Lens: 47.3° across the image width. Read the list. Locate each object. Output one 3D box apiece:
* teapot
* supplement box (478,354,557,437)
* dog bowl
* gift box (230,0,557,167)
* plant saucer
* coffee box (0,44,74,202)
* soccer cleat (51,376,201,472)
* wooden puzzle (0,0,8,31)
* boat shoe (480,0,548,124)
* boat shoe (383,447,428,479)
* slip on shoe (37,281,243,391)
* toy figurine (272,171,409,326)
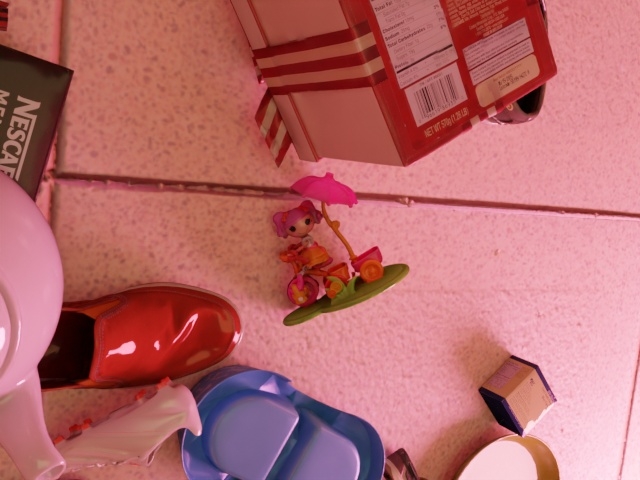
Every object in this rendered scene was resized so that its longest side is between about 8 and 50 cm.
[{"bbox_3d":[-0.316,0.046,0.552,0.256,0.187,0.253,6,104,-27],"label":"teapot"},{"bbox_3d":[0.304,0.238,1.124,0.083,0.056,0.083,-41,115,-16],"label":"supplement box"},{"bbox_3d":[-0.052,0.260,0.925,0.297,0.074,0.166,34,82,-30],"label":"dog bowl"},{"bbox_3d":[0.062,-0.208,0.795,0.255,0.258,0.276,-27,112,-22],"label":"gift box"},{"bbox_3d":[0.280,0.414,1.155,0.241,0.037,0.241,-5,101,-27],"label":"plant saucer"},{"bbox_3d":[-0.394,-0.122,0.641,0.297,0.119,0.168,15,92,-30],"label":"coffee box"},{"bbox_3d":[-0.225,0.222,0.798,0.196,0.068,0.076,-27,91,0],"label":"soccer cleat"},{"bbox_3d":[-0.322,-0.214,0.690,0.049,0.083,0.006,2,128,-24],"label":"wooden puzzle"},{"bbox_3d":[0.257,-0.308,0.980,0.109,0.091,0.305,-8,103,-27],"label":"boat shoe"},{"bbox_3d":[0.140,0.365,1.058,0.049,0.056,0.152,-37,114,-12],"label":"boat shoe"},{"bbox_3d":[-0.233,0.111,0.784,0.331,0.101,0.123,2,97,-30],"label":"slip on shoe"},{"bbox_3d":[0.000,0.000,0.905,0.173,0.130,0.159,-25,97,3],"label":"toy figurine"}]
